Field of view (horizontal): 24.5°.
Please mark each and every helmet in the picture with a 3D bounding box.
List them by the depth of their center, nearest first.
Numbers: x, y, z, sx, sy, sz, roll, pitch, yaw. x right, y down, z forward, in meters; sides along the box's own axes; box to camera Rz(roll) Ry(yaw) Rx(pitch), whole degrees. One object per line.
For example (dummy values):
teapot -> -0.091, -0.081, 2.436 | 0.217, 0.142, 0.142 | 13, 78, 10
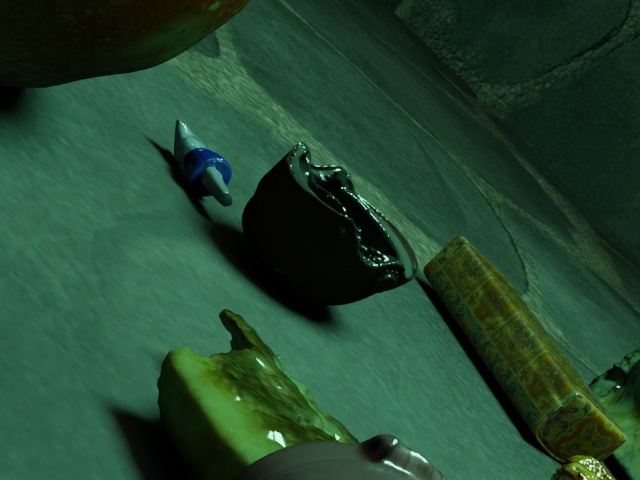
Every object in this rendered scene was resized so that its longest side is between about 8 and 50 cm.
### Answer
helmet -> 0.000, 0.000, 0.911 | 0.123, 0.070, 0.098 | 39, 17, -49

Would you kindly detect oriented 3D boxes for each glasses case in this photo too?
glasses case -> 0.152, 0.085, 1.147 | 0.075, 0.049, 0.218 | 42, 11, -36

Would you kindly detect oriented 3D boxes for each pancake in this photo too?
pancake -> 0.094, 0.189, 0.635 | 0.427, 0.067, 0.305 | 37, 6, -19

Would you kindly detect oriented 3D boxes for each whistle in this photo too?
whistle -> -0.075, -0.047, 0.932 | 0.083, 0.029, 0.033 | 50, -19, 48

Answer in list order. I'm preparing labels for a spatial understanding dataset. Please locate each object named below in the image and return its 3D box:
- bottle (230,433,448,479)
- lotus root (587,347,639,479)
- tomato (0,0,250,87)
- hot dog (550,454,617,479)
bottle -> 0.020, 0.144, 0.398 | 0.110, 0.110, 0.233 | 36, 13, -27
lotus root -> 0.360, 0.184, 1.251 | 0.267, 0.149, 0.260 | 38, 13, -33
tomato -> -0.160, -0.215, 0.755 | 0.303, 0.239, 0.303 | 49, 2, -2
hot dog -> 0.204, 0.198, 0.951 | 0.144, 0.038, 0.062 | 46, 15, 2
